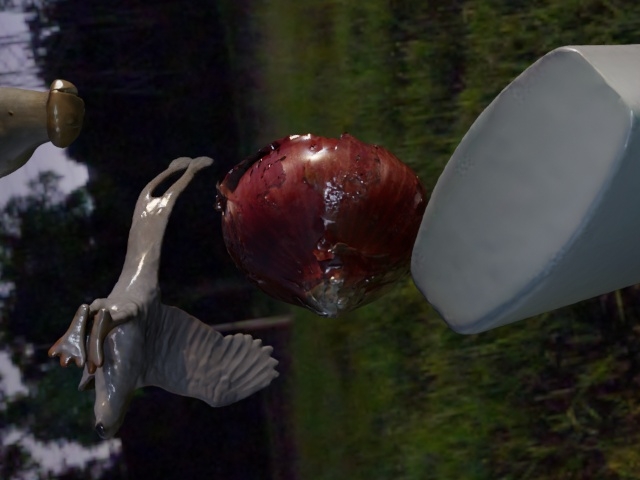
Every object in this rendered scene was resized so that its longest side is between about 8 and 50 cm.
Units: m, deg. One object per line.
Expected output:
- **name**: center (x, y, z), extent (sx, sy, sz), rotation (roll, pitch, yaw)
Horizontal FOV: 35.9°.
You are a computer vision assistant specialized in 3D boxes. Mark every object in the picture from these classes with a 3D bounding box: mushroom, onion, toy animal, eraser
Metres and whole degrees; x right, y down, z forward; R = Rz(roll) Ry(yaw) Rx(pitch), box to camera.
- **mushroom**: center (-0.375, -0.144, 1.231), extent (0.093, 0.225, 0.116), rotation (4, -109, -60)
- **onion**: center (0.000, 0.000, 0.818), extent (0.184, 0.184, 0.147), rotation (92, -176, -46)
- **toy animal**: center (-0.184, 0.055, 1.085), extent (0.302, 0.225, 0.284), rotation (-25, -62, -75)
- **eraser**: center (0.211, -0.040, 0.648), extent (0.104, 0.290, 0.189), rotation (56, 133, 24)
